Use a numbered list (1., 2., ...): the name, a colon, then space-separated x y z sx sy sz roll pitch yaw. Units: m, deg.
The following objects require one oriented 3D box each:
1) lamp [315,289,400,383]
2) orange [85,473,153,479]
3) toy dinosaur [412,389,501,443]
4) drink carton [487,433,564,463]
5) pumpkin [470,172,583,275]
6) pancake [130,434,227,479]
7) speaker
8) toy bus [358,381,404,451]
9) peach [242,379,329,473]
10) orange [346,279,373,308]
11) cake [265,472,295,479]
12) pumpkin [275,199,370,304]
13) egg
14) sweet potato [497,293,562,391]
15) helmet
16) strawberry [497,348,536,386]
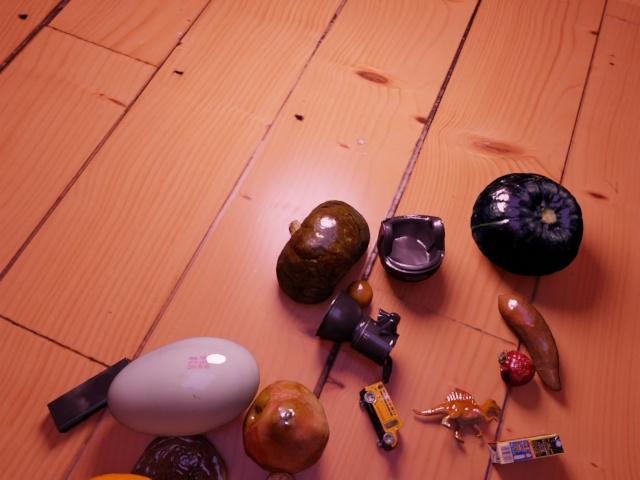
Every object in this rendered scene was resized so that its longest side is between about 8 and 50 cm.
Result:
1. lamp: 0.122 0.245 1.251 0.227 0.147 0.172 29 102 10
2. orange: -0.417 0.667 0.926 0.423 0.424 0.326 14 34 4
3. toy dinosaur: 0.367 0.444 1.231 0.212 0.057 0.142 30 57 9
4. drink carton: 0.521 0.532 1.187 0.165 0.071 0.056 -6 70 -4
5. pumpkin: 0.587 -0.044 1.360 0.315 0.238 0.315 1 83 -9
6. pancake: -0.353 0.597 1.145 0.249 0.031 0.250 -1 67 1
7. speaker: -0.584 0.401 1.214 0.218 0.044 0.082 -30 71 -15
8. toy bus: 0.162 0.455 1.208 0.074 0.070 0.162 -17 65 -21
9. peach: -0.079 0.442 1.117 0.214 0.235 0.214 5 62 -10
10. orange: 0.111 0.156 1.336 0.085 0.085 0.085 1 66 -2
11. cake: -0.098 0.607 1.144 0.084 0.044 0.084 0 66 -1
12. pumpkin: 0.000 0.000 1.318 0.242 0.232 0.325 30 65 13
13. egg: -0.333 0.360 1.143 0.370 0.230 0.230 -11 67 -3
14. sweet potato: 0.598 0.270 1.295 0.097 0.097 0.292 -23 71 -12
15. helmet: 0.257 0.018 1.334 0.189 0.193 0.216 -5 53 -1
16. strawberry: 0.532 0.345 1.255 0.106 0.106 0.106 1 66 -2
